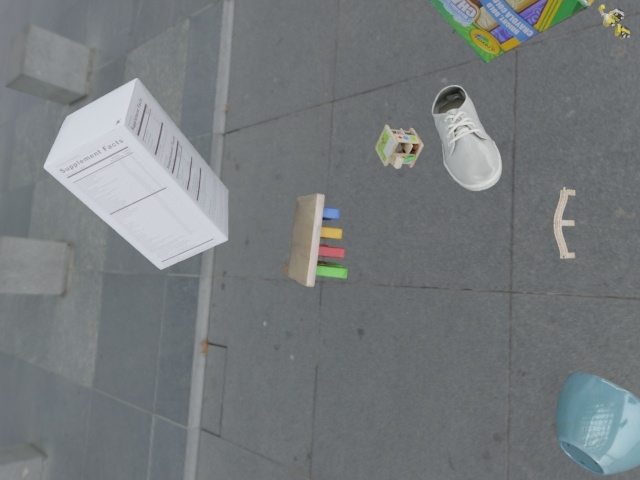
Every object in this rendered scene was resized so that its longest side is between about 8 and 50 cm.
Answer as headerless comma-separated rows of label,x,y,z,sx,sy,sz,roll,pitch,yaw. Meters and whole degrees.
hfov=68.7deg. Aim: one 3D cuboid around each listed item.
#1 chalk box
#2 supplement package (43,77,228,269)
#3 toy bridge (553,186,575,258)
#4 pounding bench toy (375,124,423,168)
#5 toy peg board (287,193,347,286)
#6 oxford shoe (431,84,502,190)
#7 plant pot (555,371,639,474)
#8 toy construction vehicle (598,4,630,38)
chalk box,0.304,-0.433,0.754,0.180,0.179,0.289,-52,15,-10
supplement package,-0.264,-0.094,0.725,0.139,0.244,0.134,-22,45,11
toy bridge,0.640,-0.046,1.231,0.026,0.063,0.188,1,91,58
pounding bench toy,0.146,-0.155,0.823,0.052,0.065,0.083,113,149,-43
toy peg board,0.000,0.000,0.885,0.161,0.079,0.161,-171,88,-73
oxford shoe,0.460,-0.343,1.523,0.169,0.130,0.449,-21,50,20
plant pot,0.821,0.566,1.387,0.195,0.290,0.290,-44,48,-16
toy construction vehicle,0.854,-0.636,1.366,0.035,0.098,0.086,145,138,-62
